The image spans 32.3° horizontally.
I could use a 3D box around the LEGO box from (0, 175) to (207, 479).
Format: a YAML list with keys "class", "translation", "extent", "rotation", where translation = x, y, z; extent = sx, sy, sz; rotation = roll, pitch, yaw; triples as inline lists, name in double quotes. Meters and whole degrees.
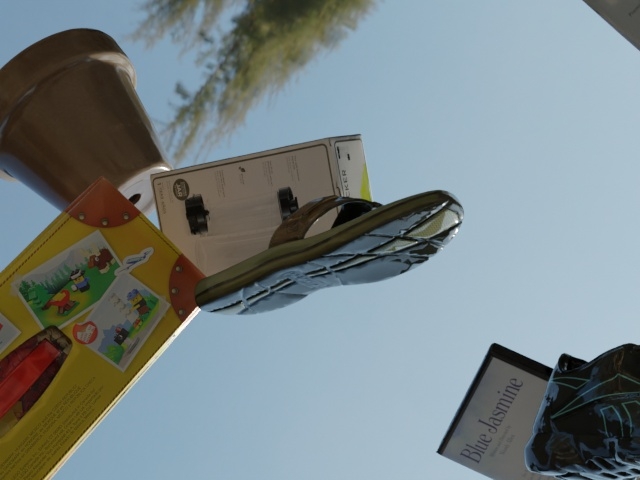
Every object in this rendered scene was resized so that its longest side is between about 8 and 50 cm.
- class: "LEGO box"
  translation: [-0.399, 0.199, 1.295]
  extent: [0.193, 0.372, 0.500]
  rotation: [45, -116, -9]

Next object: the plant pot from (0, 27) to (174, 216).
- class: "plant pot"
  translation: [-0.333, -0.137, 1.598]
  extent: [0.263, 0.263, 0.229]
  rotation: [-31, -111, -34]

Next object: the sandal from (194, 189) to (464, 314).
- class: "sandal"
  translation: [-0.002, 0.000, 1.139]
  extent: [0.120, 0.302, 0.086]
  rotation: [37, -141, -58]

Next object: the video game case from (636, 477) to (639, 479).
- class: "video game case"
  translation: [0.417, 0.203, 1.142]
  extent: [0.193, 0.212, 0.023]
  rotation: [14, -154, -37]

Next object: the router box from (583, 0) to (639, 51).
- class: "router box"
  translation: [0.403, -0.243, 0.861]
  extent: [0.301, 0.335, 0.082]
  rotation: [37, -159, -12]

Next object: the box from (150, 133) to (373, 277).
- class: "box"
  translation: [-0.073, -0.032, 1.448]
  extent: [0.087, 0.290, 0.169]
  rotation: [-14, -86, -58]

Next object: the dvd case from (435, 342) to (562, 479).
- class: "dvd case"
  translation: [0.279, 0.235, 1.270]
  extent: [0.253, 0.180, 0.022]
  rotation: [24, -143, 6]

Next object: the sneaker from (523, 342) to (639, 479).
- class: "sneaker"
  translation: [0.242, 0.122, 0.803]
  extent: [0.101, 0.267, 0.106]
  rotation: [20, -109, -24]
